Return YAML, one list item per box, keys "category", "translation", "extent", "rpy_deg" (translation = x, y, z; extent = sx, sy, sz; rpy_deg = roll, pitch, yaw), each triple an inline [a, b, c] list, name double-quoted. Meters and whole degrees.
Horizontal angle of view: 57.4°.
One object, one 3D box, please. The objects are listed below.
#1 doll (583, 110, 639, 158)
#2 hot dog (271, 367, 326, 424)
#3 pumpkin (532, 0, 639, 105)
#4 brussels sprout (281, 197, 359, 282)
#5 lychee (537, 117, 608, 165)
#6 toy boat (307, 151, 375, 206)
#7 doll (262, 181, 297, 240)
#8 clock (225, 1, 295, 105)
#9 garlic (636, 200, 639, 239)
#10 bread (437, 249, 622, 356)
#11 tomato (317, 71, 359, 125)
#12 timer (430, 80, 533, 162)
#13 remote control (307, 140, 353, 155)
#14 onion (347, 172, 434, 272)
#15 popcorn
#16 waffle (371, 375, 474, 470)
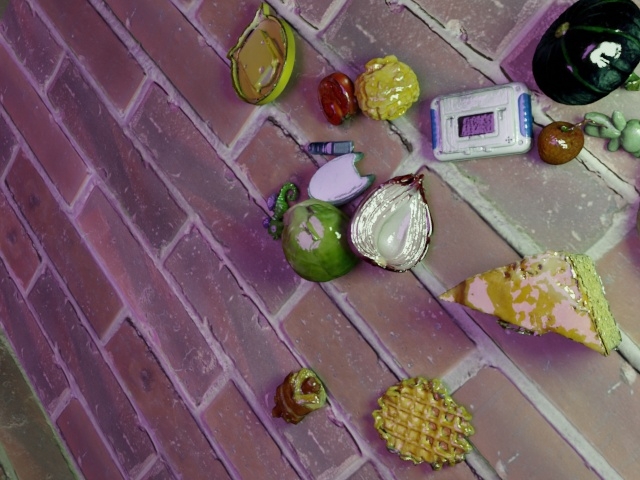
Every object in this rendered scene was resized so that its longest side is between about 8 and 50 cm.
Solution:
- category: "doll"
  translation: [0.672, -0.253, 1.321]
  extent: [0.150, 0.077, 0.115]
  rpy_deg: [29, 151, 34]
- category: "hot dog"
  translation: [-0.077, 0.487, 1.803]
  extent: [0.213, 0.103, 0.146]
  rpy_deg: [-49, 68, 25]
- category: "pumpkin"
  translation: [0.610, -0.400, 1.290]
  extent: [0.248, 0.248, 0.248]
  rpy_deg: [1, 92, 32]
- category: "brussels sprout"
  translation: [0.000, 0.000, 1.667]
  extent: [0.244, 0.244, 0.244]
  rpy_deg: [1, 92, 32]
- category: "lychee"
  translation: [0.570, -0.238, 1.368]
  extent: [0.114, 0.101, 0.140]
  rpy_deg: [20, 121, -1]
- category: "toy boat"
  translation: [0.057, -0.173, 1.724]
  extent: [0.207, 0.079, 0.134]
  rpy_deg: [-31, 84, 19]
- category: "doll"
  translation: [-0.124, -0.092, 1.847]
  extent: [0.115, 0.050, 0.190]
  rpy_deg: [21, 100, 34]
- category: "clock"
  translation: [-0.178, -0.569, 1.851]
  extent: [0.277, 0.071, 0.294]
  rpy_deg: [-37, 61, 37]
- category: "garlic"
  translation: [0.797, -0.053, 1.190]
  extent: [0.313, 0.286, 0.249]
  rpy_deg: [39, 67, 19]
- category: "bread"
  translation: [0.495, 0.175, 1.349]
  extent: [0.315, 0.248, 0.279]
  rpy_deg: [-34, 72, 32]
- category: "tomato"
  translation: [0.066, -0.413, 1.679]
  extent: [0.139, 0.091, 0.159]
  rpy_deg: [59, 158, 6]
- category: "timer"
  translation: [0.404, -0.298, 1.487]
  extent: [0.253, 0.078, 0.178]
  rpy_deg: [-4, 90, 32]
- category: "remote control"
  translation: [0.029, -0.276, 1.756]
  extent: [0.152, 0.027, 0.044]
  rpy_deg: [5, 90, 30]
- category: "onion"
  translation: [0.198, -0.058, 1.589]
  extent: [0.227, 0.120, 0.284]
  rpy_deg: [31, 85, -14]
- category: "popcorn"
  translation: [0.178, -0.412, 1.586]
  extent: [0.180, 0.170, 0.180]
  rpy_deg: [1, 118, 2]
- category: "waffle"
  translation: [0.276, 0.507, 1.604]
  extent: [0.280, 0.060, 0.262]
  rpy_deg: [-40, 71, 27]
